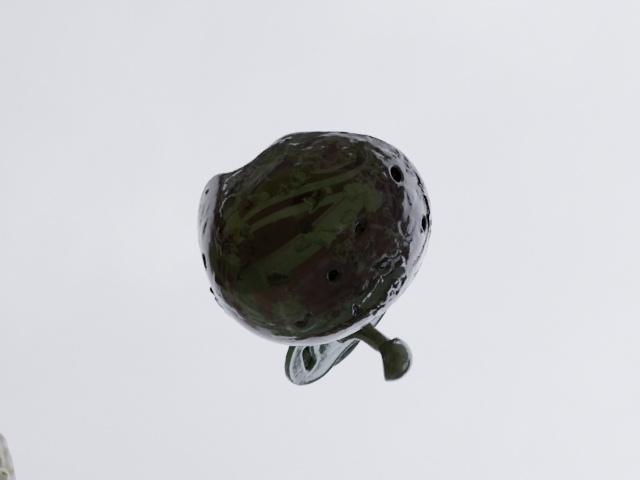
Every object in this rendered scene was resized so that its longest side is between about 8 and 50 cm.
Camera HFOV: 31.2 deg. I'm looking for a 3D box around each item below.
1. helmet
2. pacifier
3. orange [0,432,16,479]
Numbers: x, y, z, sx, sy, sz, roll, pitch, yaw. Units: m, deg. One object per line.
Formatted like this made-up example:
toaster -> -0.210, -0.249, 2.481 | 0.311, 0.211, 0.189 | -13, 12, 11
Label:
helmet -> -0.007, 0.010, 0.830 | 0.176, 0.107, 0.153 | -25, -67, 18
pacifier -> 0.037, 0.094, 1.074 | 0.116, 0.127, 0.150 | 37, -121, 25
orange -> -0.349, 0.186, 0.712 | 0.368, 0.210, 0.271 | -23, -143, 43
